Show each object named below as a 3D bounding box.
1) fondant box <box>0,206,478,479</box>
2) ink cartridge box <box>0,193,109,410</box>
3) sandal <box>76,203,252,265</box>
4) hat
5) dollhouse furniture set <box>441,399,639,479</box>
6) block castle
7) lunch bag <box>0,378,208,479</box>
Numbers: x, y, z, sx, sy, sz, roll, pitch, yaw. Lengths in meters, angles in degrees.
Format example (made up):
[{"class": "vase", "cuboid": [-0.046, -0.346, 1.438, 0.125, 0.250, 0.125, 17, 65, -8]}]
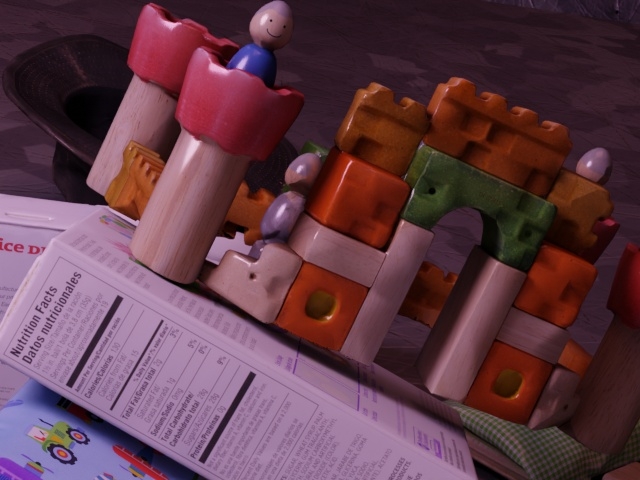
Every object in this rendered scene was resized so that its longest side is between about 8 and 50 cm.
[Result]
[{"class": "fondant box", "cuboid": [-0.055, 0.105, 1.345, 0.330, 0.096, 0.238, 31, 6, -2]}, {"class": "ink cartridge box", "cuboid": [-0.244, 0.055, 1.531, 0.127, 0.175, 0.072, 8, 20, -7]}, {"class": "sandal", "cuboid": [-0.145, 0.054, 1.678, 0.416, 0.169, 0.102, 7, 60, -7]}, {"class": "hat", "cuboid": [-0.195, -0.082, 1.998, 0.331, 0.134, 0.331, 19, 29, -11]}, {"class": "dollhouse furniture set", "cuboid": [0.253, 0.134, 1.580, 0.198, 0.151, 0.301, -11, 28, -44]}, {"class": "block castle", "cuboid": [0.065, -0.032, 1.450, 0.453, 0.213, 0.303, 24, 8, -19]}, {"class": "lunch bag", "cuboid": [-0.094, 0.213, 1.264, 0.293, 0.138, 0.221, 20, 16, 3]}]
